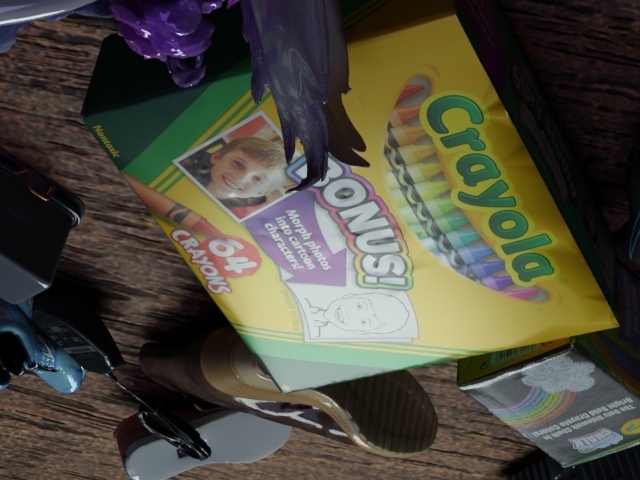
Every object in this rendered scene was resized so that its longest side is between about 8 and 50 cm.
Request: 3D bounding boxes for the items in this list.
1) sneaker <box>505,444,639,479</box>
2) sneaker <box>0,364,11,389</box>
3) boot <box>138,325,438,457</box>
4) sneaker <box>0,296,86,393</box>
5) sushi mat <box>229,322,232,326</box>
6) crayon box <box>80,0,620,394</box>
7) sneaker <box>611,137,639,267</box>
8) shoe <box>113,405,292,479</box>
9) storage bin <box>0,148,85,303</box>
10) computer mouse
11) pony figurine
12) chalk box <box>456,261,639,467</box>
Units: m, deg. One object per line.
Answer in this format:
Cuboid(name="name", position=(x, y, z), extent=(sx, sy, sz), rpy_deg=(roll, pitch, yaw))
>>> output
Cuboid(name="sneaker", position=(0.305, 0.255, 2.011), extent=(0.131, 0.112, 0.319), rpy_deg=(13, 150, -37))
Cuboid(name="sneaker", position=(-0.372, 0.076, 1.882), extent=(0.082, 0.069, 0.209), rpy_deg=(-11, 132, 30))
Cuboid(name="boot", position=(-0.030, 0.143, 1.917), extent=(0.248, 0.090, 0.207), rpy_deg=(26, 163, -30))
Cuboid(name="sneaker", position=(-0.288, 0.108, 1.919), extent=(0.063, 0.073, 0.162), rpy_deg=(-14, 139, 26))
Cuboid(name="sushi mat", position=(0.000, 0.000, 1.767), extent=(0.151, 0.019, 0.316), rpy_deg=(9, 144, -1))
Cuboid(name="crayon box", position=(0.036, -0.045, 1.594), extent=(0.313, 0.106, 0.363), rpy_deg=(-13, 134, 23))
Cuboid(name="sneaker", position=(0.292, -0.066, 1.557), extent=(0.106, 0.101, 0.267), rpy_deg=(33, 134, 28))
Cuboid(name="shoe", position=(-0.123, 0.194, 2.024), extent=(0.178, 0.081, 0.063), rpy_deg=(-15, 114, -13))
Cuboid(name="storage bin", position=(-0.280, -0.012, 1.741), extent=(0.098, 0.091, 0.135), rpy_deg=(-26, 133, 37))
Cuboid(name="computer mouse", position=(-0.186, 0.127, 1.915), extent=(0.242, 0.041, 0.071), rpy_deg=(47, 151, -24))
Cuboid(name="pony figurine", position=(-0.080, -0.210, 1.267), extent=(0.364, 0.350, 0.303), rpy_deg=(-2, -173, 1))
Cuboid(name="chalk box", position=(0.239, 0.109, 1.781), extent=(0.132, 0.132, 0.213), rpy_deg=(-24, 135, 34))
